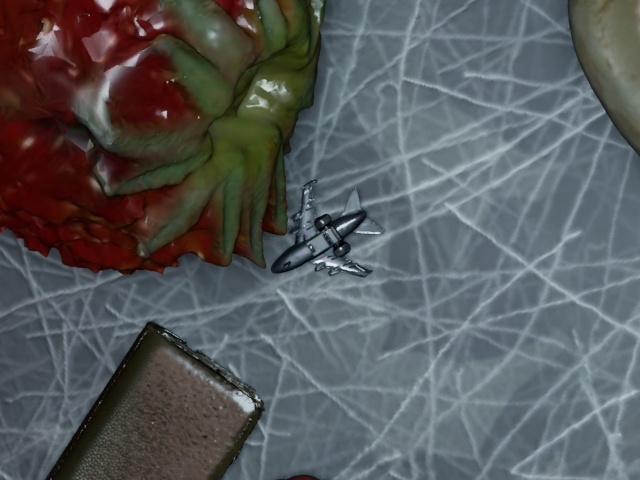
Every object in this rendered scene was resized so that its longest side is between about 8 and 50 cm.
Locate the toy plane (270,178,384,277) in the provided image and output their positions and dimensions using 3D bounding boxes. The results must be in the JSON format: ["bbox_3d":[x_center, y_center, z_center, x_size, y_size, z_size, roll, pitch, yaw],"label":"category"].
[{"bbox_3d":[0.000,0.000,1.252,0.083,0.031,0.078,-33,97,6],"label":"toy plane"}]

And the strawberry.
[{"bbox_3d":[-0.169,-0.138,1.184,0.343,0.292,0.292,24,94,24],"label":"strawberry"}]

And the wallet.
[{"bbox_3d":[-0.132,0.168,1.274,0.110,0.031,0.198,33,95,8],"label":"wallet"}]

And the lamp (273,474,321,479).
[{"bbox_3d":[-0.012,0.214,1.223,0.107,0.092,0.107,6,64,-13],"label":"lamp"}]

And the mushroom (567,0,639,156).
[{"bbox_3d":[0.295,-0.158,1.069,0.297,0.290,0.297,0,89,9],"label":"mushroom"}]
